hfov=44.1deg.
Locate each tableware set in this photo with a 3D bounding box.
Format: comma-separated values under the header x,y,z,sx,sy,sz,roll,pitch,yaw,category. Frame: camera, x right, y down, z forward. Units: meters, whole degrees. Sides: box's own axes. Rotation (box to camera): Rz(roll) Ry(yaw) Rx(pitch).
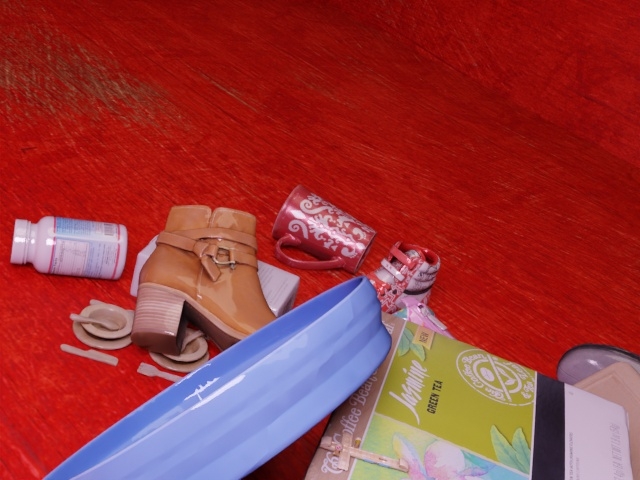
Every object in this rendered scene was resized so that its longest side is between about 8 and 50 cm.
x,y,z,sx,sy,sz,roll,pitch,yaw,category
-0.247,0.128,1.105,0.194,0.039,0.128,17,27,-4,tableware set

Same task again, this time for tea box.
x,y,z,sx,sy,sz,roll,pitch,yaw,category
0.144,0.291,0.856,0.324,0.219,0.329,20,28,7,tea box

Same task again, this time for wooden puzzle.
x,y,z,sx,sy,sz,roll,pitch,yaw,category
0.392,0.295,1.109,0.239,0.044,0.221,-24,37,-2,wooden puzzle

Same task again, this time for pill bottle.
x,y,z,sx,sy,sz,roll,pitch,yaw,category
-0.377,0.010,1.188,0.160,0.087,0.087,7,29,-22,pill bottle

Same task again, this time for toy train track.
x,y,z,sx,sy,sz,roll,pitch,yaw,category
0.041,0.193,0.725,0.083,0.014,0.048,17,28,-1,toy train track

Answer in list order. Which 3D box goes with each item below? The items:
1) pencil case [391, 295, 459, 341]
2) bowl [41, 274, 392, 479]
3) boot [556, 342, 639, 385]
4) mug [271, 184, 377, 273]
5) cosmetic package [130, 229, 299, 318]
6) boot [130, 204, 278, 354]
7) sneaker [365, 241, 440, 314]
x,y,z,sx,sy,sz,roll,pitch,yaw,category
0.190,0.206,1.157,0.124,0.124,0.284,-2,35,-36,pencil case
-0.098,0.169,0.797,0.077,0.391,0.391,57,33,0,bowl
0.492,0.295,1.202,0.338,0.118,0.223,28,33,26,boot
0.001,0.000,1.466,0.169,0.150,0.113,28,-8,7,mug
-0.161,0.071,1.222,0.231,0.085,0.117,21,28,8,cosmetic package
-0.110,0.067,1.112,0.284,0.109,0.220,9,56,0,boot
0.086,0.075,1.302,0.270,0.144,0.090,-6,36,-40,sneaker
